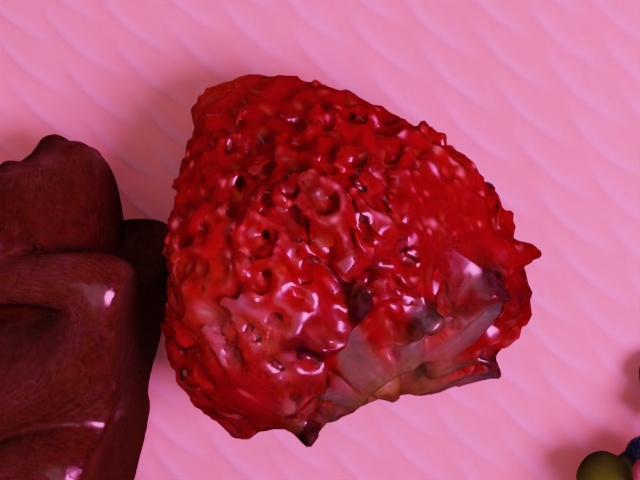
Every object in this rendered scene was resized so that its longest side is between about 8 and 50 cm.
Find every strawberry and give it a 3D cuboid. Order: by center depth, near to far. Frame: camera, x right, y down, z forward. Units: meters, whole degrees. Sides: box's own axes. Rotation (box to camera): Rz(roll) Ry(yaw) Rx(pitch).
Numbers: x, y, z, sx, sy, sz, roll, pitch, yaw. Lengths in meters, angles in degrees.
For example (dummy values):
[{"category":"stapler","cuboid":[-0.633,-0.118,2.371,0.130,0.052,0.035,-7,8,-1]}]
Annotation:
[{"category":"strawberry","cuboid":[0.000,0.000,0.871,0.187,0.184,0.201,-30,70,14]}]

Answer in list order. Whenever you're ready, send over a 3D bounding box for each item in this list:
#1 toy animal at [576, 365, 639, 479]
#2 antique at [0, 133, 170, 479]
[{"category":"toy animal","cuboid":[0.228,0.082,0.903,0.208,0.100,0.103,-38,69,15]},{"category":"antique","cuboid":[-0.164,0.072,0.917,0.143,0.121,0.256,18,103,12]}]
